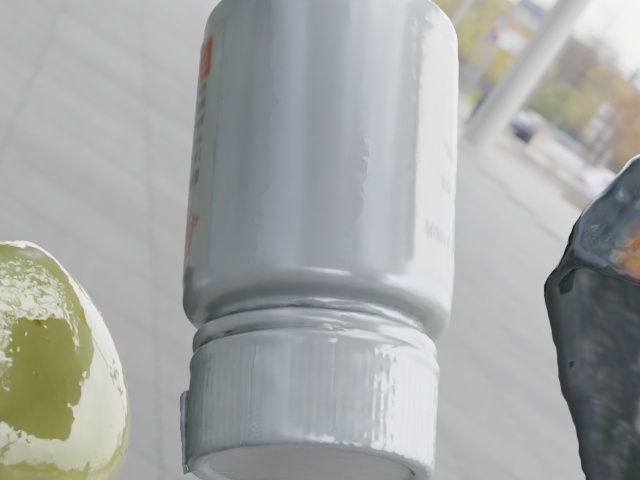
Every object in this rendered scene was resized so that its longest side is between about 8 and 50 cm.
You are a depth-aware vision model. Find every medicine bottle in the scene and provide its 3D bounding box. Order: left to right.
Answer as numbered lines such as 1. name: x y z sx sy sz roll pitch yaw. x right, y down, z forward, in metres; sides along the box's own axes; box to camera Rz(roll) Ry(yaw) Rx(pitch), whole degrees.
1. medicine bottle: 0.000 0.000 1.018 0.144 0.252 0.144 2 -23 1

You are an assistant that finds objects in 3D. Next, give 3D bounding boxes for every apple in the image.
1. apple: -0.201 0.097 1.151 0.200 0.200 0.200 34 7 -4

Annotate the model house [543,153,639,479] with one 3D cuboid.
1. model house: 0.277 0.007 0.756 0.271 0.301 0.190 19 -31 34
